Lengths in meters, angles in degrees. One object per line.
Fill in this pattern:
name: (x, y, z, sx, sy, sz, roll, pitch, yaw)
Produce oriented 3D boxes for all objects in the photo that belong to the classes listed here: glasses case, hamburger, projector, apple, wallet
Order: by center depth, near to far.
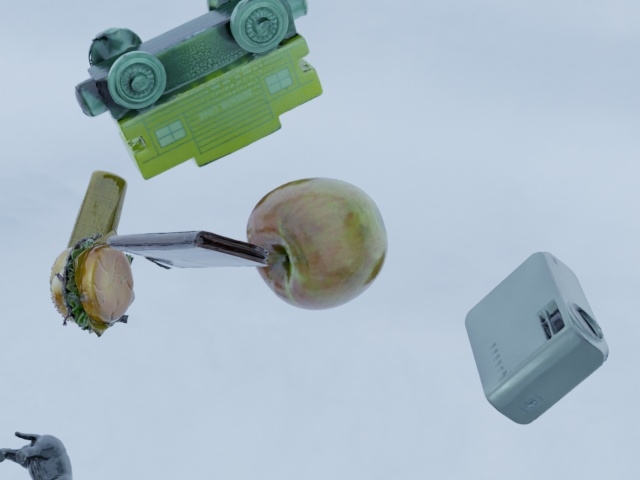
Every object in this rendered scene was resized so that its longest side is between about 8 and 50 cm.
wallet: (-0.133, 0.008, 1.068, 0.095, 0.176, 0.026, 19, 76, -36)
apple: (0.000, 0.000, 1.523, 0.196, 0.196, 0.196, 0, 86, 0)
hamburger: (-0.381, 0.071, 1.774, 0.093, 0.189, 0.164, -3, 101, 25)
projector: (0.364, 0.161, 1.803, 0.108, 0.250, 0.198, 34, 114, -22)
glasses case: (-0.418, -0.013, 1.963, 0.079, 0.064, 0.234, 18, 88, -7)

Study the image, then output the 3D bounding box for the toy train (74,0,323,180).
toy train: (-0.204, -0.285, 1.891, 0.442, 0.179, 0.272, -27, 124, -10)

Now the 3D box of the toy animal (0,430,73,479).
toy animal: (-0.485, 0.463, 1.922, 0.082, 0.137, 0.269, -34, 79, 25)
